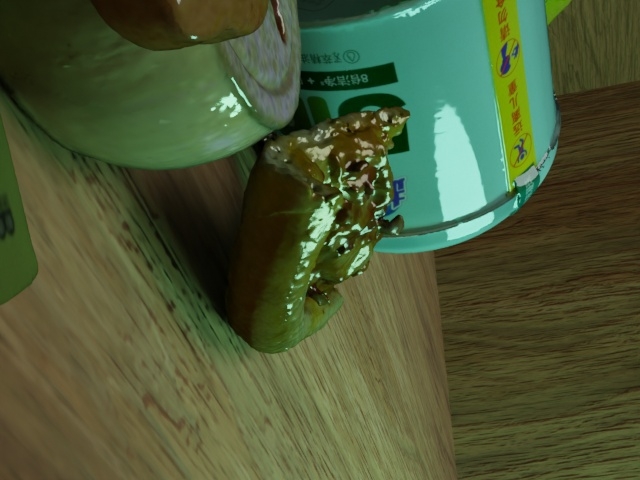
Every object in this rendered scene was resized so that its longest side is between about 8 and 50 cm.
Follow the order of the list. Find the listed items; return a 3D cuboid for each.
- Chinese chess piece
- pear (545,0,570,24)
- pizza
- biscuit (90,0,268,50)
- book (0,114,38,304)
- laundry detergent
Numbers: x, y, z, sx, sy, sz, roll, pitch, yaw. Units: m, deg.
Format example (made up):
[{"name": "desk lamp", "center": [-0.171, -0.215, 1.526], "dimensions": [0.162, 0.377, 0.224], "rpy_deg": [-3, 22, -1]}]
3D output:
[{"name": "Chinese chess piece", "center": [-0.095, -0.170, 0.491], "dimensions": [0.270, 0.112, 0.270], "rpy_deg": [-10, 90, -78]}, {"name": "pear", "center": [0.138, -0.372, 1.115], "dimensions": [0.391, 0.391, 0.391], "rpy_deg": [-9, 90, -79]}, {"name": "pizza", "center": [0.000, 0.000, 0.688], "dimensions": [0.074, 0.182, 0.365], "rpy_deg": [40, -17, 11]}, {"name": "biscuit", "center": [-0.099, -0.209, 0.269], "dimensions": [0.334, 0.047, 0.202], "rpy_deg": [44, 45, -47]}, {"name": "book", "center": [-0.172, -0.127, 0.253], "dimensions": [0.239, 0.035, 0.352], "rpy_deg": [-59, 138, -75]}, {"name": "laundry detergent", "center": [0.070, -0.161, 0.864], "dimensions": [0.305, 0.287, 0.287], "rpy_deg": [70, 15, -45]}]
